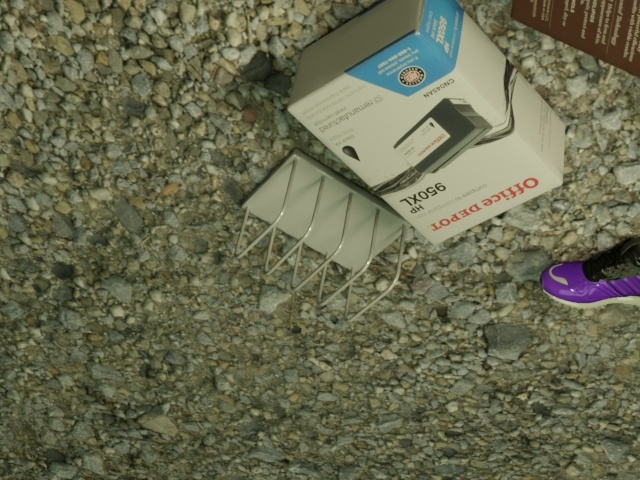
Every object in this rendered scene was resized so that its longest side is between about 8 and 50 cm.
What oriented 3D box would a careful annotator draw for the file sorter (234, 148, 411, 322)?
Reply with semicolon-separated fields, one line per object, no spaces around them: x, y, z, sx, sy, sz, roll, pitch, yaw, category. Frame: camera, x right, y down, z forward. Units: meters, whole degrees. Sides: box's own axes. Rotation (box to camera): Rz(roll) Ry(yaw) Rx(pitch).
0.000;0.000;2.261;0.278;0.173;0.193;31;134;-19;file sorter

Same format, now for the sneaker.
0.566;0.051;2.246;0.294;0.102;0.146;3;133;4;sneaker

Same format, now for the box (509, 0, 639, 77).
0.470;-0.327;1.642;0.381;0.191;0.143;34;141;31;box

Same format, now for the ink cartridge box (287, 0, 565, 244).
0.186;-0.207;1.997;0.285;0.166;0.395;-27;126;35;ink cartridge box
